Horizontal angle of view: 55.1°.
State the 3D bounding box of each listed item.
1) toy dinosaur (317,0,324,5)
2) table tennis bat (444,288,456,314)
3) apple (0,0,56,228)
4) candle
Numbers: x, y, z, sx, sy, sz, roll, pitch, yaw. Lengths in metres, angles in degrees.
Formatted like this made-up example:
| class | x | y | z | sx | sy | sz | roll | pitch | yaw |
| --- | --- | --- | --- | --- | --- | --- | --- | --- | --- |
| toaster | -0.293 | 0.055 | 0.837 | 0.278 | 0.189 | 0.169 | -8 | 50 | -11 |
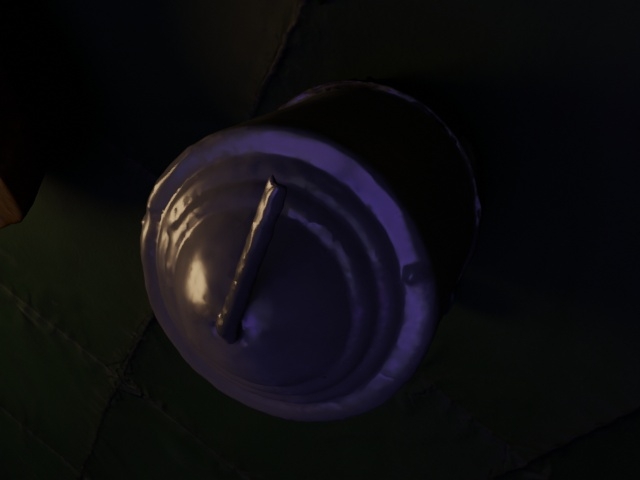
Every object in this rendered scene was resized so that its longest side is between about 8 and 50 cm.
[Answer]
| class | x | y | z | sx | sy | sz | roll | pitch | yaw |
| --- | --- | --- | --- | --- | --- | --- | --- | --- | --- |
| toy dinosaur | 0.021 | -0.261 | 0.310 | 0.301 | 0.087 | 0.447 | 27 | 171 | 28 |
| table tennis bat | 0.036 | 0.020 | 0.681 | 0.237 | 0.038 | 0.149 | 26 | 129 | 16 |
| apple | -0.486 | -0.159 | 0.703 | 0.365 | 0.295 | 0.329 | -16 | 86 | 41 |
| candle | 0.000 | 0.000 | 0.469 | 0.221 | 0.342 | 0.221 | 9 | 113 | 20 |
